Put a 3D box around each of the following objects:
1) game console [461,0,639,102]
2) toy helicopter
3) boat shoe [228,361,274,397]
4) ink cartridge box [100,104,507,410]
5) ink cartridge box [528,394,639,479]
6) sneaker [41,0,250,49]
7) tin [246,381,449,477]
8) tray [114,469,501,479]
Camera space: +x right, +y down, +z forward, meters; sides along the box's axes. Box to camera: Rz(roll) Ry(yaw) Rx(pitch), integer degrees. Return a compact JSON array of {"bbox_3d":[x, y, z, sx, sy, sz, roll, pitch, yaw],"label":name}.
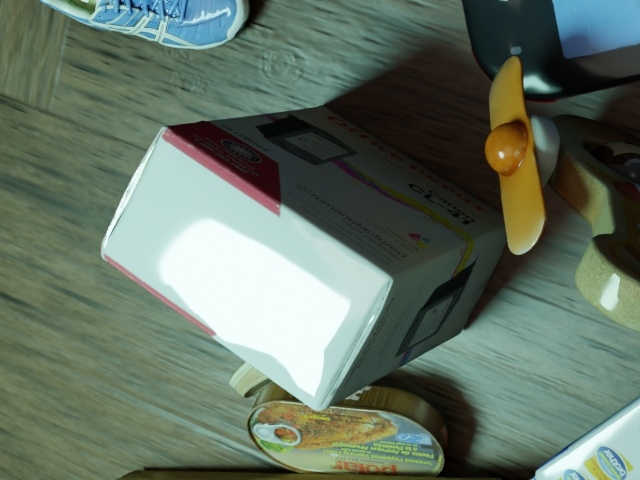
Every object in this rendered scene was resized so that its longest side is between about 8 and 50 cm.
[{"bbox_3d":[0.279,-0.306,1.268,0.386,0.060,0.342,-11,95,26],"label":"game console"},{"bbox_3d":[0.218,-0.026,1.183,0.235,0.355,0.140,28,111,-1],"label":"toy helicopter"},{"bbox_3d":[-0.011,0.110,1.477,0.170,0.063,0.059,-34,79,25],"label":"boat shoe"},{"bbox_3d":[0.000,0.000,1.316,0.226,0.306,0.131,33,111,16],"label":"ink cartridge box"},{"bbox_3d":[0.320,0.211,1.344,0.311,0.065,0.186,-39,83,23],"label":"ink cartridge box"},{"bbox_3d":[-0.166,-0.219,1.477,0.211,0.081,0.080,8,101,22],"label":"sneaker"},{"bbox_3d":[0.025,0.175,1.459,0.189,0.040,0.106,4,131,19],"label":"tin"},{"bbox_3d":[-0.013,0.323,1.485,0.410,0.076,0.203,-4,101,33],"label":"tray"}]
